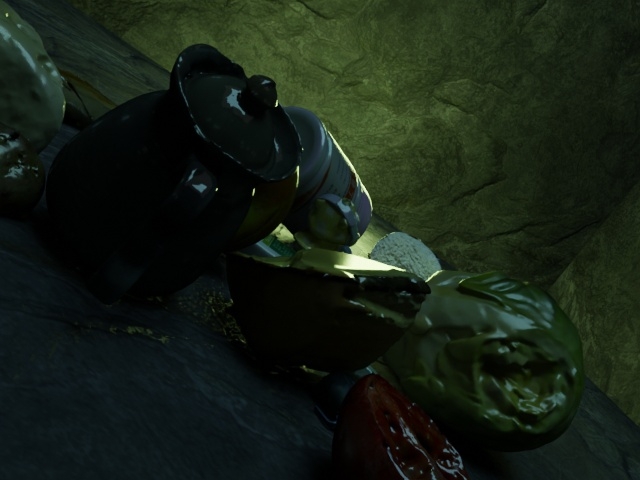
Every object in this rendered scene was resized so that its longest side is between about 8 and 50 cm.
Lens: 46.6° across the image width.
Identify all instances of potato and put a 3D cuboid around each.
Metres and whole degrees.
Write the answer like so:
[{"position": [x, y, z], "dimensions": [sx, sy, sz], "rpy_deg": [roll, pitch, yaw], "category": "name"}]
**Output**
[{"position": [-0.378, -0.102, 0.818], "dimensions": [0.172, 0.089, 0.101], "rpy_deg": [35, 12, -20], "category": "potato"}, {"position": [0.192, 0.093, 1.814], "dimensions": [0.202, 0.182, 0.117], "rpy_deg": [44, -33, 3], "category": "potato"}]

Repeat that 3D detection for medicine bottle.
[{"position": [-0.113, 0.012, 1.268], "dimensions": [0.183, 0.069, 0.119], "rpy_deg": [35, 12, -4], "category": "medicine bottle"}, {"position": [-0.027, -0.121, 1.595], "dimensions": [0.202, 0.202, 0.316], "rpy_deg": [43, -2, 33], "category": "medicine bottle"}]

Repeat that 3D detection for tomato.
[{"position": [0.086, 0.256, 0.764], "dimensions": [0.228, 0.101, 0.228], "rpy_deg": [44, 11, -11], "category": "tomato"}]

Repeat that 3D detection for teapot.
[{"position": [-0.167, -0.084, 0.815], "dimensions": [0.223, 0.285, 0.305], "rpy_deg": [56, 29, 5], "category": "teapot"}, {"position": [0.026, 0.201, 0.933], "dimensions": [0.063, 0.049, 0.083], "rpy_deg": [29, 13, -38], "category": "teapot"}]

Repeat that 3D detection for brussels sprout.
[{"position": [0.280, 0.188, 1.241], "dimensions": [0.344, 0.268, 0.344], "rpy_deg": [31, 17, -10], "category": "brussels sprout"}]

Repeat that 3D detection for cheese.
[{"position": [-0.441, -0.213, 0.896], "dimensions": [0.247, 0.174, 0.251], "rpy_deg": [26, 20, -53], "category": "cheese"}]

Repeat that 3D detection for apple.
[{"position": [-0.161, -0.108, 1.127], "dimensions": [0.246, 0.246, 0.226], "rpy_deg": [30, 7, -34], "category": "apple"}]

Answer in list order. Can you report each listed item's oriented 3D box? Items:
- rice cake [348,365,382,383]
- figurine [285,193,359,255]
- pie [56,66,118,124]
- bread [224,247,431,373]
[{"position": [0.004, 0.149, 1.105], "dimensions": [0.245, 0.045, 0.042], "rpy_deg": [41, 11, 23], "category": "rice cake"}, {"position": [0.000, 0.000, 1.448], "dimensions": [0.128, 0.184, 0.208], "rpy_deg": [39, 53, 20], "category": "figurine"}, {"position": [-0.429, -0.251, 1.384], "dimensions": [0.128, 0.068, 0.282], "rpy_deg": [44, 11, 29], "category": "pie"}, {"position": [-0.016, 0.088, 0.972], "dimensions": [0.204, 0.163, 0.262], "rpy_deg": [17, -9, -33], "category": "bread"}]
